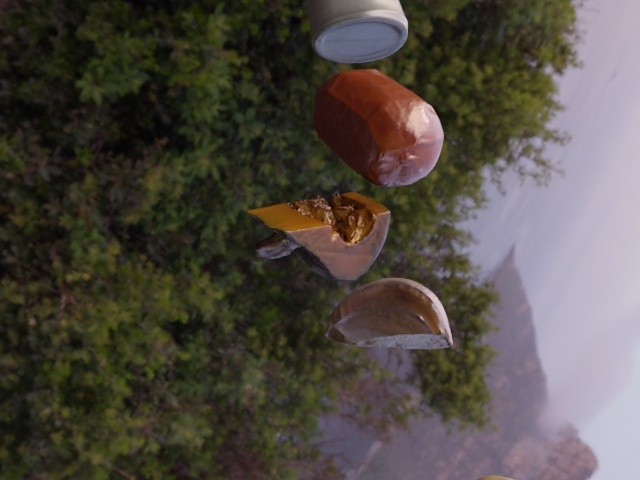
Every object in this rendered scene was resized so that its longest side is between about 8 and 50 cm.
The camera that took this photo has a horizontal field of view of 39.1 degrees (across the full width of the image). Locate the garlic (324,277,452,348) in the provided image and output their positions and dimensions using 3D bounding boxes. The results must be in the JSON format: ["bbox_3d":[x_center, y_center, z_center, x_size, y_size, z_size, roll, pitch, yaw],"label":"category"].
[{"bbox_3d":[0.104,0.106,1.352,0.087,0.196,0.101,69,27,-57],"label":"garlic"}]

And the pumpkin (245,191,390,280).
[{"bbox_3d":[-0.005,0.003,1.446,0.248,0.131,0.126,-7,118,-36],"label":"pumpkin"}]

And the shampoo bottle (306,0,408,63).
[{"bbox_3d":[0.026,-0.334,1.100,0.087,0.118,0.234,111,-30,-60],"label":"shampoo bottle"}]

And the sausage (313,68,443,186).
[{"bbox_3d":[0.091,-0.183,1.458,0.141,0.268,0.153,-12,125,-25],"label":"sausage"}]

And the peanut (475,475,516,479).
[{"bbox_3d":[0.261,0.403,1.012,0.152,0.313,0.152,-25,144,-20],"label":"peanut"}]
